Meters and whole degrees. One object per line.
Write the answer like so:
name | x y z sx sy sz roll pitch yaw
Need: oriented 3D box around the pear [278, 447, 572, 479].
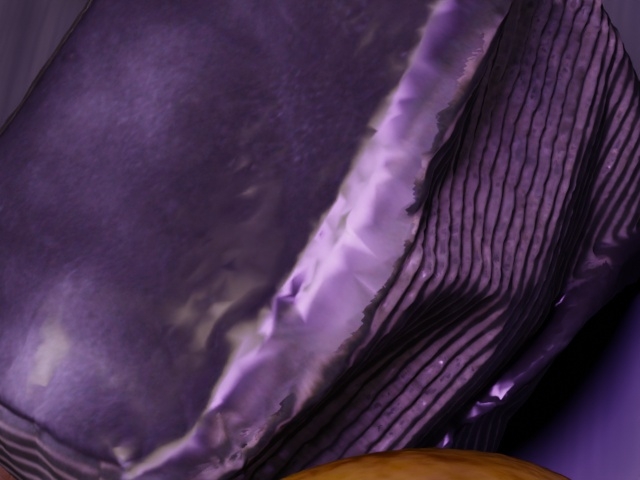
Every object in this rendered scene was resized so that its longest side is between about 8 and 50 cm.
pear | 0.035 0.212 0.622 0.280 0.281 0.281 -18 53 26

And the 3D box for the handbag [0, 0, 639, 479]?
handbag | 0.000 0.000 0.809 0.247 0.240 0.341 23 77 41

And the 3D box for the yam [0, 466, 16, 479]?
yam | -0.193 0.115 0.994 0.066 0.066 0.300 -32 49 15
